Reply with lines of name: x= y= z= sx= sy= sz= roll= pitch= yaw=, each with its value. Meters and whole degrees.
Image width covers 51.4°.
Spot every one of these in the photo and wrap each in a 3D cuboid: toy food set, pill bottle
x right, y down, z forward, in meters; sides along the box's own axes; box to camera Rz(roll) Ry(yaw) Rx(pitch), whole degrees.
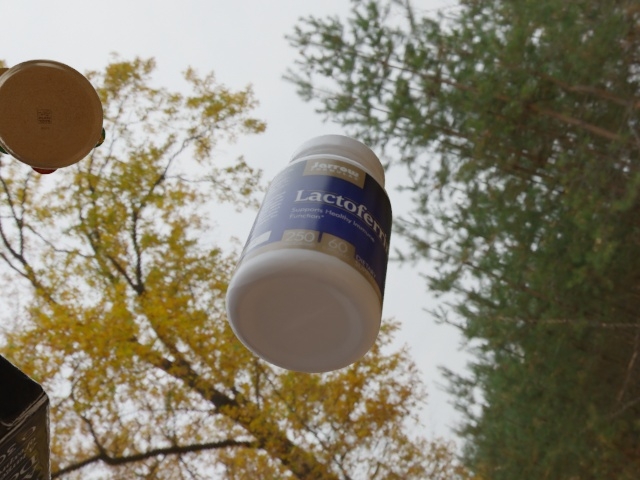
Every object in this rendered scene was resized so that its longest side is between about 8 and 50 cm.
toy food set: x=-0.204 y=-0.092 z=0.494 sx=0.083 sy=0.020 sz=0.083 roll=-18 pitch=-74 yaw=-9
pill bottle: x=0.000 y=0.000 z=0.729 sx=0.265 sy=0.153 sz=0.153 roll=-77 pitch=-10 yaw=-52

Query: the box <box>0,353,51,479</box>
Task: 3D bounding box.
box: x=-0.411 y=0.248 z=0.556 sx=0.293 sy=0.212 sz=0.395 roll=-49 pitch=-8 yaw=-39
